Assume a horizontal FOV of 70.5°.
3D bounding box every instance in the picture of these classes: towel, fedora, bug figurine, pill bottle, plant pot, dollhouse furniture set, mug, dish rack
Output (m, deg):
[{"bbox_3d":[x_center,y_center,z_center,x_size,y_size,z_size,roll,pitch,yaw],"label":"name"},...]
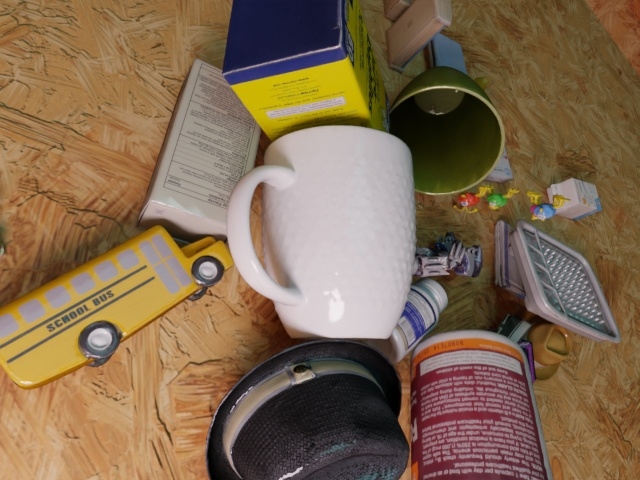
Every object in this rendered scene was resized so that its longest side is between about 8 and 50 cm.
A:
[{"bbox_3d":[0.584,0.084,1.256,0.285,0.034,0.209,26,58,-23],"label":"towel"},{"bbox_3d":[0.008,0.311,0.669,0.334,0.152,0.334,-8,110,-22],"label":"fedora"},{"bbox_3d":[0.574,0.261,1.152,0.194,0.079,0.194,11,66,-27],"label":"fedora"},{"bbox_3d":[0.499,-0.096,1.178,0.216,0.279,0.072,-8,108,-48],"label":"bug figurine"},{"bbox_3d":[0.176,0.156,0.931,0.187,0.112,0.112,-30,89,-36],"label":"pill bottle"},{"bbox_3d":[0.267,0.372,0.772,0.224,0.224,0.392,30,42,-18],"label":"pill bottle"},{"bbox_3d":[0.294,-0.307,1.117,0.275,0.275,0.293,35,41,-15],"label":"plant pot"},{"bbox_3d":[0.366,-0.590,1.285,0.303,0.198,0.286,11,66,-28],"label":"dollhouse furniture set"},{"bbox_3d":[0.000,0.000,0.770,0.374,0.276,0.328,15,70,-47],"label":"mug"},{"bbox_3d":[0.616,0.116,1.173,0.333,0.072,0.285,22,46,-25],"label":"dish rack"}]

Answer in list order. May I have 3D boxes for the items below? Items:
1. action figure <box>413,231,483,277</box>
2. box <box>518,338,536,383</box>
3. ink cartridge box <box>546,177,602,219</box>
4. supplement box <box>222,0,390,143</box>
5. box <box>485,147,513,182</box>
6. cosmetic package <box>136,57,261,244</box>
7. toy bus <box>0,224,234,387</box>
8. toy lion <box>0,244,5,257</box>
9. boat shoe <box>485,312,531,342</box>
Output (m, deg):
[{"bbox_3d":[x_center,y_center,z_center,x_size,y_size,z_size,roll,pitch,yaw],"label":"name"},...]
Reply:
[{"bbox_3d":[0.246,0.034,0.997,0.285,0.185,0.099,-1,100,-47],"label":"action figure"},{"bbox_3d":[0.445,0.322,1.046,0.162,0.029,0.116,-33,119,-33],"label":"box"},{"bbox_3d":[0.795,-0.131,1.431,0.143,0.090,0.092,8,68,-29],"label":"ink cartridge box"},{"bbox_3d":[0.001,-0.278,0.835,0.356,0.195,0.194,49,40,-61],"label":"supplement box"},{"bbox_3d":[0.482,-0.265,1.327,0.145,0.038,0.186,3,71,-30],"label":"box"},{"bbox_3d":[-0.205,-0.149,0.810,0.153,0.129,0.296,21,61,-24],"label":"cosmetic package"},{"bbox_3d":[-0.296,0.085,0.677,0.333,0.108,0.130,-36,90,-35],"label":"toy bus"},{"bbox_3d":[-0.505,-0.005,0.634,0.096,0.034,0.100,-10,77,-26],"label":"toy lion"},{"bbox_3d":[0.412,0.249,1.069,0.070,0.077,0.219,36,49,30],"label":"boat shoe"}]
